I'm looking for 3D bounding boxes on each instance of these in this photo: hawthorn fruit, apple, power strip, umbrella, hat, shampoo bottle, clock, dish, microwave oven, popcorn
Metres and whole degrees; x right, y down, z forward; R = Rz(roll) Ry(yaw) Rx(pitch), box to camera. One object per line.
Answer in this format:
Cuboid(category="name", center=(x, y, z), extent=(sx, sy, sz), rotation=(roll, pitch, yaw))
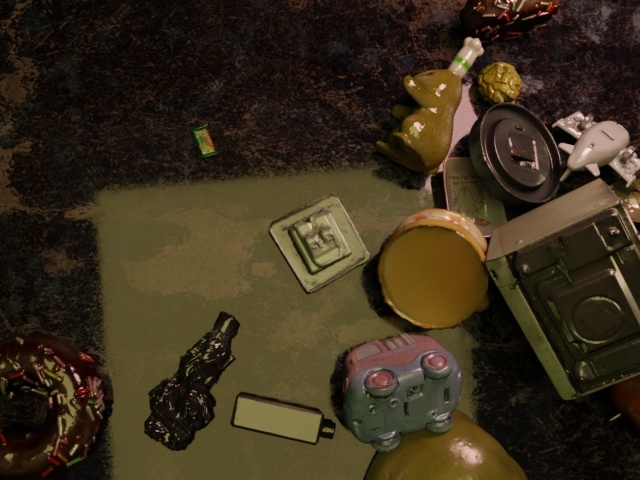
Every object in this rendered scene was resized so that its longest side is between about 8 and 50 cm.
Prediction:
Cuboid(category="hawthorn fruit", center=(0.802, 0.363, 1.616), extent=(0.301, 0.268, 0.267), rotation=(-28, 83, -3))
Cuboid(category="apple", center=(0.298, 0.614, 1.622), extent=(0.360, 0.311, 0.320), rotation=(-43, 41, -12))
Cuboid(category="power strip", center=(0.000, 0.000, 1.719), extent=(0.198, 0.064, 0.213), rotation=(-31, 85, -7))
Cuboid(category="umbrella", center=(-0.280, 0.332, 1.610), extent=(0.154, 0.128, 0.336), rotation=(39, 76, 5))
Cuboid(category="hat", center=(0.849, -0.093, 1.808), extent=(0.175, 0.085, 0.147), rotation=(-6, 67, -28))
Cuboid(category="shampoo bottle", center=(-0.087, 0.426, 1.628), extent=(0.246, 0.080, 0.079), rotation=(13, 80, -2))
Cuboid(category="clock", center=(0.495, -0.216, 1.744), extent=(0.281, 0.055, 0.280), rotation=(11, 67, -28))
Cuboid(category="dish", center=(0.389, -0.106, 1.762), extent=(0.151, 0.077, 0.212), rotation=(-4, 79, -7))
Cuboid(category="microwave oven", center=(0.601, 0.117, 1.563), extent=(0.333, 0.247, 0.394), rotation=(-28, 101, 21))
Cuboid(category="popcorn", center=(0.476, -0.413, 1.816), extent=(0.106, 0.121, 0.116), rotation=(-11, 109, -43))

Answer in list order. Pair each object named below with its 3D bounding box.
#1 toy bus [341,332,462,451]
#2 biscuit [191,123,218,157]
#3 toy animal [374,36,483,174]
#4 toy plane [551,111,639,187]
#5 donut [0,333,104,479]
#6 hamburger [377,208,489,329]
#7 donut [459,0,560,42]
Cuboid(category="toy bus", center=(0.174, 0.327, 1.602), extent=(0.294, 0.232, 0.197), rotation=(-16, 122, -12))
Cuboid(category="biscuit", center=(-0.299, -0.255, 1.765), extent=(0.046, 0.016, 0.089), rotation=(-20, 82, -8))
Cuboid(category="toy animal", center=(0.274, -0.354, 1.749), extent=(0.181, 0.181, 0.362), rotation=(20, 76, -5))
Cuboid(category="toy plane", center=(0.709, -0.234, 1.768), extent=(0.252, 0.118, 0.252), rotation=(9, 50, -11))
Cuboid(category="donut", center=(-0.634, 0.390, 1.567), extent=(0.260, 0.136, 0.344), rotation=(6, 81, 0))
Cuboid(category="hamburger", center=(0.293, 0.072, 1.646), extent=(0.302, 0.186, 0.261), rotation=(48, 118, 0))
Cuboid(category="donut", center=(0.492, -0.591, 1.770), extent=(0.270, 0.270, 0.103), rotation=(-12, 92, -6))
